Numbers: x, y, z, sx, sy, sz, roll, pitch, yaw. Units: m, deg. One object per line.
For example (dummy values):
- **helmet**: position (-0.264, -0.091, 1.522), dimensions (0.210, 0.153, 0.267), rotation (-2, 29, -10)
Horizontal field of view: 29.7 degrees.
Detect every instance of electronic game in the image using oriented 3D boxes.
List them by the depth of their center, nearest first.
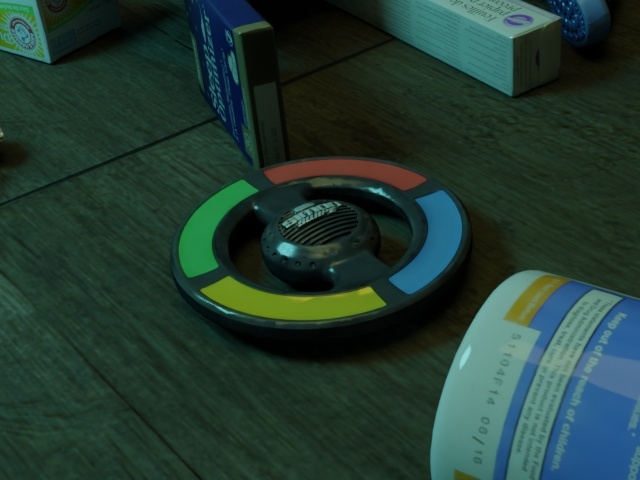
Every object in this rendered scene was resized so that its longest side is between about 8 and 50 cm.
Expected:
- **electronic game**: position (0.000, 0.000, 0.915), dimensions (0.229, 0.048, 0.229), rotation (-5, 34, 3)

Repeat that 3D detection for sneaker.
- **sneaker**: position (0.273, -0.269, 1.235), dimensions (0.091, 0.081, 0.232), rotation (-14, 33, 2)

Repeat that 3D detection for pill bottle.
- **pill bottle**: position (0.207, 0.119, 0.613), dimensions (0.272, 0.152, 0.152), rotation (17, 41, 31)

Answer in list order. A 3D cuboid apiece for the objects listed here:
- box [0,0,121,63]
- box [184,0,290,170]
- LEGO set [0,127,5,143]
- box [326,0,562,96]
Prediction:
- **box**: position (-0.336, -0.280, 1.334), dimensions (0.203, 0.103, 0.114), rotation (18, 41, 32)
- **box**: position (-0.085, -0.169, 1.100), dimensions (0.037, 0.136, 0.225), rotation (-16, 35, -13)
- **LEGO set**: position (-0.367, -0.032, 1.012), dimensions (0.132, 0.107, 0.287), rotation (25, 26, -15)
- **box**: position (0.112, -0.236, 1.229), dimensions (0.063, 0.067, 0.324), rotation (-25, 37, -24)
